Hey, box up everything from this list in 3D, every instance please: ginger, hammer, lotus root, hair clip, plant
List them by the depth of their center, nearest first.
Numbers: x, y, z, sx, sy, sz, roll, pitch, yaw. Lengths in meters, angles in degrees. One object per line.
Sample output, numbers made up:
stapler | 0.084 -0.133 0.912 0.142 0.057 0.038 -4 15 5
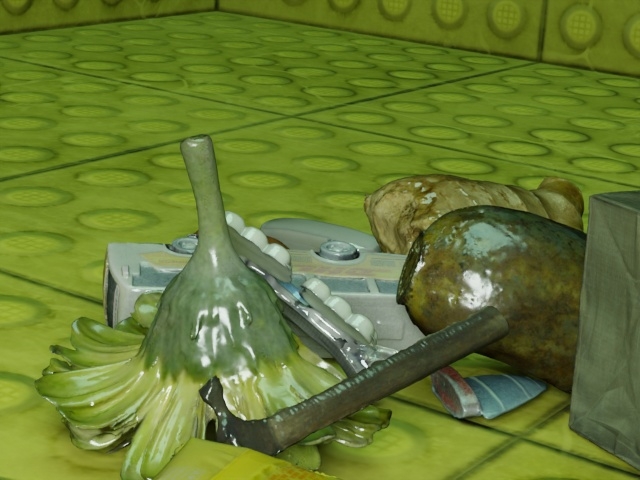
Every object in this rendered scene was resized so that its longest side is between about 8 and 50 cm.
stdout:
hammer | 0.042 0.114 1.130 0.297 0.125 0.027 -24 -4 -37
plant | -0.087 0.080 1.253 0.306 0.297 0.261 -1 -11 13
hair clip | -0.019 0.064 1.345 0.220 0.054 0.140 40 -14 4
lotus root | 0.209 0.056 1.393 0.275 0.152 0.160 14 25 -16
ginger | 0.233 -0.019 1.717 0.375 0.166 0.236 -15 15 -33

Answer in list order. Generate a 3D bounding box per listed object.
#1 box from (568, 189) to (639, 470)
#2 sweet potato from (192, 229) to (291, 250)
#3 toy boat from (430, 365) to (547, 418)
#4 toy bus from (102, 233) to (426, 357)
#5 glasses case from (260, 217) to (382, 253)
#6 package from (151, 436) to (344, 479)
box | 0.330 0.077 1.277 0.149 0.231 0.155 -5 18 -26
sweet potato | -0.083 0.013 1.722 0.055 0.058 0.202 -32 34 -28
toy boat | 0.176 0.144 1.373 0.122 0.034 0.096 -1 23 -20
toy bus | -0.054 0.066 1.489 0.342 0.097 0.138 2 23 -10
glasses case | 0.000 0.000 1.804 0.164 0.041 0.063 11 17 26
package | -0.064 0.193 0.881 0.168 0.090 0.226 14 25 22
